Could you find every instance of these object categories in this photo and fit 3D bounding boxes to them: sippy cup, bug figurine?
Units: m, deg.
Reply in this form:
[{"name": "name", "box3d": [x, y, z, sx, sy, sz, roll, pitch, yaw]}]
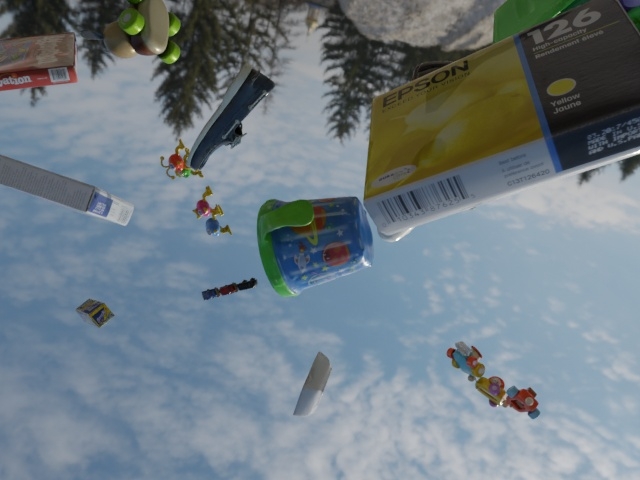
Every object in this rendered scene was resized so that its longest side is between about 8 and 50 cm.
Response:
[{"name": "sippy cup", "box3d": [0.000, 0.000, 1.295, 0.224, 0.239, 0.305, -12, -168, 15]}, {"name": "bug figurine", "box3d": [-0.331, -0.130, 1.472, 0.072, 0.278, 0.216, -28, -163, -4]}]

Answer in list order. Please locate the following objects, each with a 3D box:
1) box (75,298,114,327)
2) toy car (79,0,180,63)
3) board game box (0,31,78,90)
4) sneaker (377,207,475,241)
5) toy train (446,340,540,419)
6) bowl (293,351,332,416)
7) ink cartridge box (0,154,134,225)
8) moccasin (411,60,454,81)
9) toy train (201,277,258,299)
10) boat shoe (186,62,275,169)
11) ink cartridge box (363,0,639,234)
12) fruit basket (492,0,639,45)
[{"name": "box", "box3d": [-0.691, 0.220, 1.701, 0.059, 0.054, 0.169, -44, -155, -28]}, {"name": "toy car", "box3d": [-0.446, -0.481, 1.283, 0.189, 0.148, 0.155, -10, 164, 21]}, {"name": "board game box", "box3d": [-0.454, -0.281, 0.862, 0.145, 0.027, 0.281, -12, -148, -18]}, {"name": "sneaker", "box3d": [0.274, -0.095, 1.340, 0.108, 0.292, 0.169, 41, 178, -39]}, {"name": "toy train", "box3d": [0.291, 0.225, 0.931, 0.046, 0.125, 0.166, -40, -103, -21]}, {"name": "bowl", "box3d": [-0.015, 0.373, 1.426, 0.053, 0.141, 0.142, 22, -145, 5]}, {"name": "ink cartridge box", "box3d": [-0.630, -0.126, 1.272, 0.331, 0.071, 0.324, 18, 176, -3]}, {"name": "moccasin", "box3d": [0.186, -0.178, 0.996, 0.139, 0.146, 0.379, 0, -138, 12]}, {"name": "toy train", "box3d": [-0.228, 0.122, 1.371, 0.159, 0.027, 0.036, -15, -174, 20]}, {"name": "boat shoe", "box3d": [-0.184, -0.233, 1.120, 0.079, 0.254, 0.095, 32, -157, -16]}, {"name": "ink cartridge box", "box3d": [0.203, -0.170, 0.648, 0.304, 0.072, 0.307, -20, -139, 25]}, {"name": "fruit basket", "box3d": [0.509, -0.324, 0.938, 0.283, 0.391, 0.392, 19, -162, -34]}]
